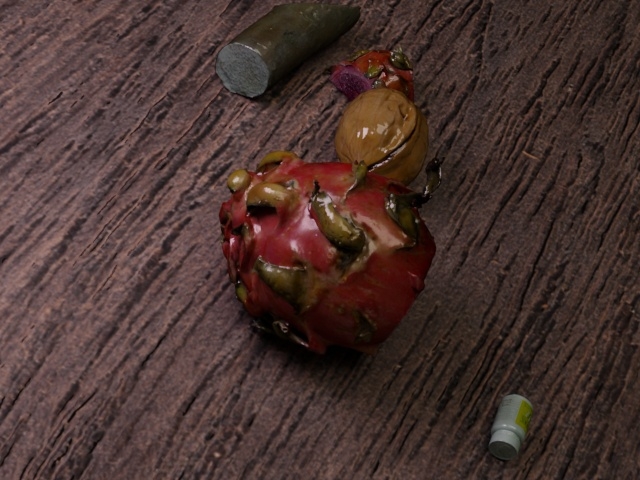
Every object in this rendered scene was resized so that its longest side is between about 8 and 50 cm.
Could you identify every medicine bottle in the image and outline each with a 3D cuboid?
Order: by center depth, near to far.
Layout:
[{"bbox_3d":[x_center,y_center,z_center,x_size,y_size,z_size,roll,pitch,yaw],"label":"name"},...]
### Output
[{"bbox_3d":[0.257,0.252,1.895,0.047,0.047,0.083,27,48,-2],"label":"medicine bottle"}]

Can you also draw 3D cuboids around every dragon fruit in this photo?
[{"bbox_3d":[0.000,0.000,1.851,0.291,0.269,0.250,33,39,-1],"label":"dragon fruit"},{"bbox_3d":[0.088,-0.258,2.190,0.102,0.096,0.147,-29,67,-33],"label":"dragon fruit"}]

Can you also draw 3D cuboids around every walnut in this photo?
[{"bbox_3d":[0.091,-0.144,2.078,0.144,0.144,0.180,27,40,-2],"label":"walnut"}]

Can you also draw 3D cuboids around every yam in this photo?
[{"bbox_3d":[-0.046,-0.317,2.172,0.106,0.106,0.259,39,51,9],"label":"yam"}]
